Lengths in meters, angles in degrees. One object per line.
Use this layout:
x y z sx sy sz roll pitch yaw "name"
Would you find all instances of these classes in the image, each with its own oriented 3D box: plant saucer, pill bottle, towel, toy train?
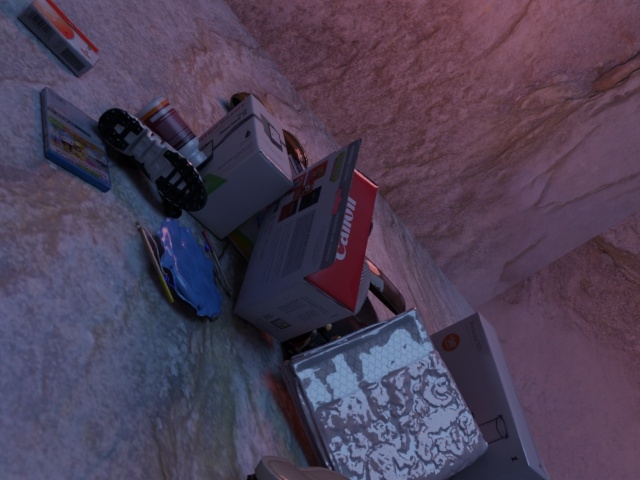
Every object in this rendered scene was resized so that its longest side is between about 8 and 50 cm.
0.147 0.107 1.871 0.310 0.050 0.310 47 -4 4 "plant saucer"
-0.301 -0.206 1.282 0.152 0.086 0.086 51 16 -14 "pill bottle"
0.125 0.310 1.165 0.332 0.053 0.316 -18 76 -33 "towel"
-0.289 -0.102 1.214 0.036 0.027 0.158 42 20 -51 "toy train"

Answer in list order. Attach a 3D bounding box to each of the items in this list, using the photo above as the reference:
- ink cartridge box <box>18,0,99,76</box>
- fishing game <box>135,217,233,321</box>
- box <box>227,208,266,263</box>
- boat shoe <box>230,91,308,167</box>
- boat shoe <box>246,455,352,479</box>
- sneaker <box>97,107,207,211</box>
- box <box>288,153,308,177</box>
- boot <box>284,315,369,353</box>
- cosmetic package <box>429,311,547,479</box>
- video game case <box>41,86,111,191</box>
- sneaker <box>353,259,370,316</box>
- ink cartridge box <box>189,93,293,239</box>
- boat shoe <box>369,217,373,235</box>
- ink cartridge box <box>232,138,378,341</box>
-0.485 -0.405 1.227 0.145 0.045 0.179 47 19 -29 "ink cartridge box"
-0.223 0.052 1.074 0.189 0.041 0.264 64 10 4 "fishing game"
-0.100 0.015 1.397 0.203 0.103 0.114 52 15 -11 "box"
-0.166 -0.316 1.919 0.307 0.111 0.104 47 18 8 "boat shoe"
-0.003 0.392 0.914 0.117 0.096 0.324 28 -7 40 "boat shoe"
-0.295 -0.148 1.158 0.234 0.078 0.106 44 1 -15 "sneaker"
-0.057 -0.089 1.634 0.290 0.169 0.087 34 28 -57 "box"
0.057 0.272 1.279 0.284 0.138 0.377 42 29 -26 "boot"
0.284 0.375 1.377 0.097 0.285 0.377 44 26 -36 "cosmetic package"
-0.398 -0.164 1.037 0.119 0.015 0.166 38 22 -49 "video game case"
0.022 0.065 1.628 0.150 0.135 0.365 23 -24 31 "sneaker"
-0.177 -0.162 1.355 0.115 0.198 0.272 44 18 -32 "ink cartridge box"
0.110 -0.038 1.832 0.267 0.096 0.088 96 -15 -60 "boat shoe"
0.000 0.000 1.194 0.130 0.272 0.309 36 48 -27 "ink cartridge box"
